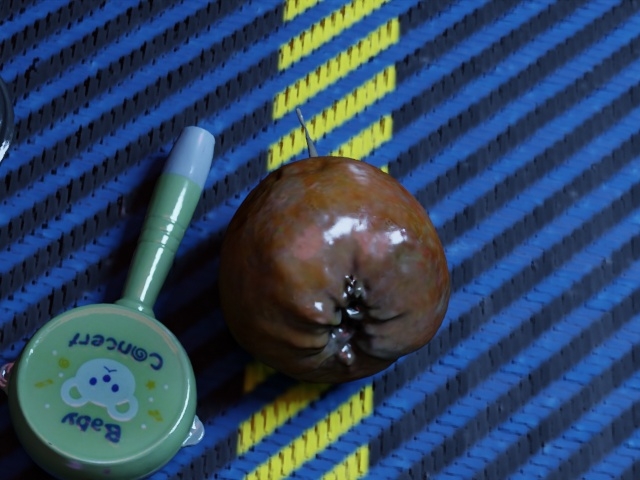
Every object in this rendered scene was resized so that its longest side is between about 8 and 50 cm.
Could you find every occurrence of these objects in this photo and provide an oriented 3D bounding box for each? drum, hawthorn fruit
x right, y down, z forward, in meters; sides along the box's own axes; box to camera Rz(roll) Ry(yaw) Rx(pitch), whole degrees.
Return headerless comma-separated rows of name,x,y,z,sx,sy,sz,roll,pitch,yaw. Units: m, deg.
drum,-0.136,0.037,1.130,0.130,0.049,0.253,4,62,-7
hawthorn fruit,0.012,0.013,1.130,0.149,0.149,0.189,19,27,2

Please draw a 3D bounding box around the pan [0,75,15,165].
pan,-0.289,-0.128,1.204,0.136,0.028,0.235,-13,65,-15
